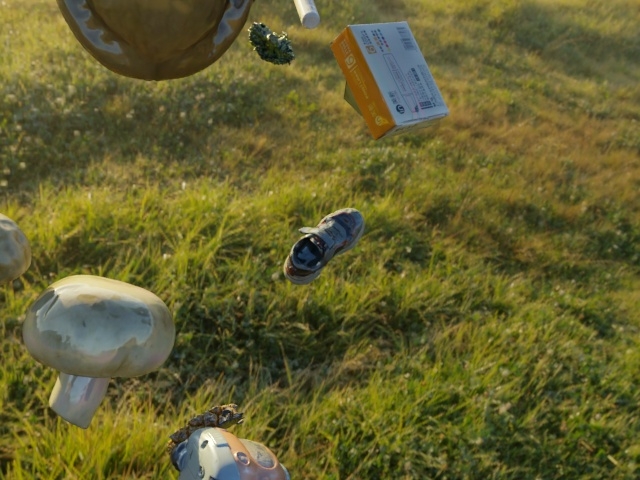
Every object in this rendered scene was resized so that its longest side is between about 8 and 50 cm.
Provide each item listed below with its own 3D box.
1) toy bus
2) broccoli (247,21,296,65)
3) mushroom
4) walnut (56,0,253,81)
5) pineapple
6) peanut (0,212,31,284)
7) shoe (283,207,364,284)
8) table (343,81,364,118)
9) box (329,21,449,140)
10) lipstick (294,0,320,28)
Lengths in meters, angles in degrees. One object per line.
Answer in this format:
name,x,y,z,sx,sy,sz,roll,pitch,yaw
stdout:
toy bus,-0.176,0.520,1.224,0.231,0.288,0.194,11,6,-29
broccoli,-0.104,-0.425,1.337,0.095,0.092,0.097,-9,87,-11
mushroom,-0.538,0.220,1.450,0.352,0.325,0.353,-16,42,15
walnut,-0.299,-0.506,1.130,0.383,0.384,0.384,10,39,-8
pineapple,-0.282,0.465,1.542,0.221,0.221,0.047,-16,67,-34
peanut,-0.822,0.008,1.415,0.386,0.192,0.170,14,45,20
shoe,0.000,0.001,1.400,0.227,0.125,0.099,-45,72,-5
table,0.147,-0.421,1.721,0.121,0.111,0.240,45,-2,1
box,0.171,-0.390,1.511,0.220,0.091,0.274,-18,81,-39
lipstick,-0.032,-0.493,1.298,0.040,0.040,0.141,0,48,-19
